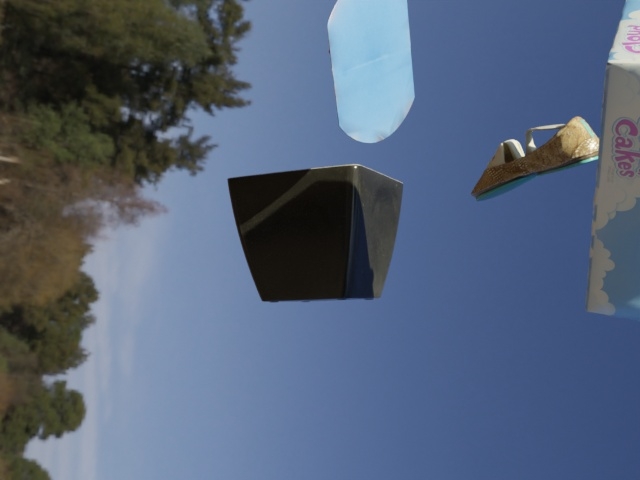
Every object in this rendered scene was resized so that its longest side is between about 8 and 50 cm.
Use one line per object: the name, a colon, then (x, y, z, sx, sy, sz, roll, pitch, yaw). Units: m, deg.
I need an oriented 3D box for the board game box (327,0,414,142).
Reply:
board game box: (0.043, -0.186, 0.819, 0.033, 0.133, 0.168, 12, -59, 39)

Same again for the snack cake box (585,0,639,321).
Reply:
snack cake box: (0.303, -0.071, 0.715, 0.152, 0.089, 0.264, -54, 145, -44)

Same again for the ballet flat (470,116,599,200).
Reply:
ballet flat: (0.275, -0.109, 1.042, 0.206, 0.073, 0.067, -22, -95, 49)

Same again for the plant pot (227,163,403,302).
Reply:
plant pot: (0.000, 0.000, 1.072, 0.187, 0.188, 0.167, -4, -94, 24)
